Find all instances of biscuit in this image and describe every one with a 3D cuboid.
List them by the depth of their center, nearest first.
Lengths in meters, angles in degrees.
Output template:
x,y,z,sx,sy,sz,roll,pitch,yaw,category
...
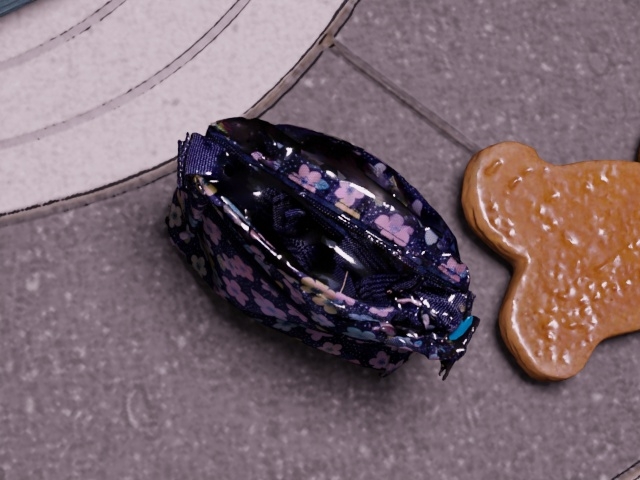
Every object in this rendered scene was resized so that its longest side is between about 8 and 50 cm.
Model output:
x,y,z,sx,sy,sz,roll,pitch,yaw,category
0.272,0.005,1.183,0.324,0.049,0.205,-12,80,-14,biscuit

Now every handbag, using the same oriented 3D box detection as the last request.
x,y,z,sx,sy,sz,roll,pitch,yaw,category
0.000,0.000,1.043,0.228,0.208,0.127,33,76,-5,handbag

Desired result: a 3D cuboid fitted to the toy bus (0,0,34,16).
x,y,z,sx,sy,sz,roll,pitch,yaw,category
-0.175,-0.297,1.114,0.312,0.152,0.190,-29,83,-18,toy bus
